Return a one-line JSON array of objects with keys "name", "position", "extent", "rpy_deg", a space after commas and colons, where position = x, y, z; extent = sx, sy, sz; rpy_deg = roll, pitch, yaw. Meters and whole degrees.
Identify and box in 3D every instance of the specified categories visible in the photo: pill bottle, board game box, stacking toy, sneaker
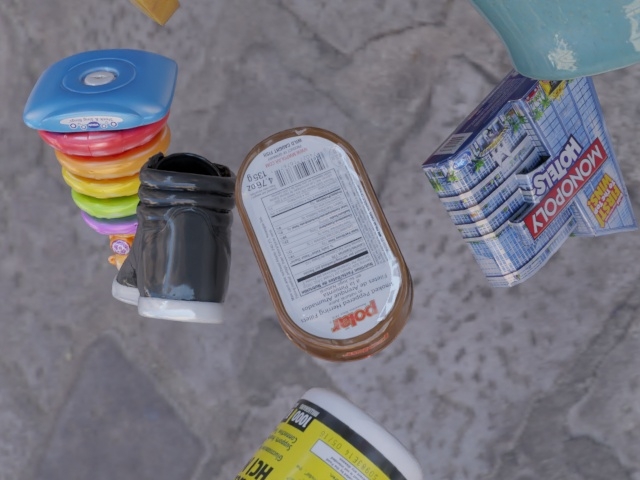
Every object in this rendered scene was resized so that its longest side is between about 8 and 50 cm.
[{"name": "pill bottle", "position": [-0.042, 0.360, 1.541], "extent": [0.188, 0.188, 0.334], "rpy_deg": [28, 70, 37]}, {"name": "board game box", "position": [0.212, -0.053, 1.178], "extent": [0.060, 0.194, 0.194], "rpy_deg": [-1, 129, 54]}, {"name": "stacking toy", "position": [-0.253, -0.071, 1.572], "extent": [0.175, 0.166, 0.302], "rpy_deg": [-2, 125, 3]}, {"name": "sneaker", "position": [-0.131, -0.006, 1.173], "extent": [0.296, 0.104, 0.147], "rpy_deg": [-176, 93, -77]}]

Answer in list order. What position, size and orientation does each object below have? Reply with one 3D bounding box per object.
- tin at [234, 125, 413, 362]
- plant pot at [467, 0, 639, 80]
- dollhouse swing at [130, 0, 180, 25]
[{"name": "tin", "position": [0.000, 0.000, 0.951], "extent": [0.106, 0.040, 0.190], "rpy_deg": [-24, 68, 3]}, {"name": "plant pot", "position": [0.119, -0.223, 0.565], "extent": [0.271, 0.271, 0.255], "rpy_deg": [-13, 113, 41]}, {"name": "dollhouse swing", "position": [-0.227, -0.420, 1.137], "extent": [0.305, 0.347, 0.315], "rpy_deg": [25, 86, 11]}]
